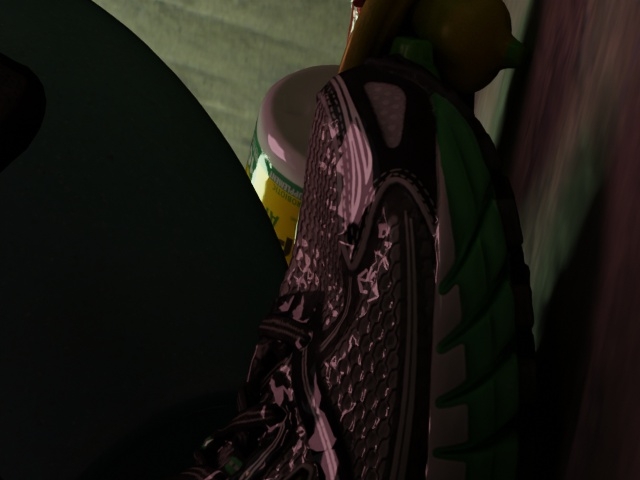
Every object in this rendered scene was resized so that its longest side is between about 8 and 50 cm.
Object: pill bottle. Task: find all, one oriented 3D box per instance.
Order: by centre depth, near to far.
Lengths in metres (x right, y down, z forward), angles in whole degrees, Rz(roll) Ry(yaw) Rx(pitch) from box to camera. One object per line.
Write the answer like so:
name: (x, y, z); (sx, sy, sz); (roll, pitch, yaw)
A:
pill bottle: (0.000, 0.000, 1.172); (0.117, 0.118, 0.208); (-79, 3, -47)

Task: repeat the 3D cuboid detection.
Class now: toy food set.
toy food set: (0.049, -0.023, 0.818); (0.128, 0.071, 0.217); (-16, -56, -64)

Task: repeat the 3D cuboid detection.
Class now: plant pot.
plant pot: (-0.115, 0.063, 0.699); (0.290, 0.195, 0.290); (-27, -46, -31)

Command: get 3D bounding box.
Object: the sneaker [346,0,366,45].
sneaker: (0.055, -0.165, 1.166); (0.092, 0.088, 0.225); (-75, 0, -52)

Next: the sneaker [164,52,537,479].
sneaker: (-0.020, 0.108, 0.562); (0.134, 0.146, 0.343); (-178, 102, -88)

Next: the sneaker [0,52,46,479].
sneaker: (-0.123, 0.160, 0.436); (0.185, 0.202, 0.482); (-9, 81, 60)
